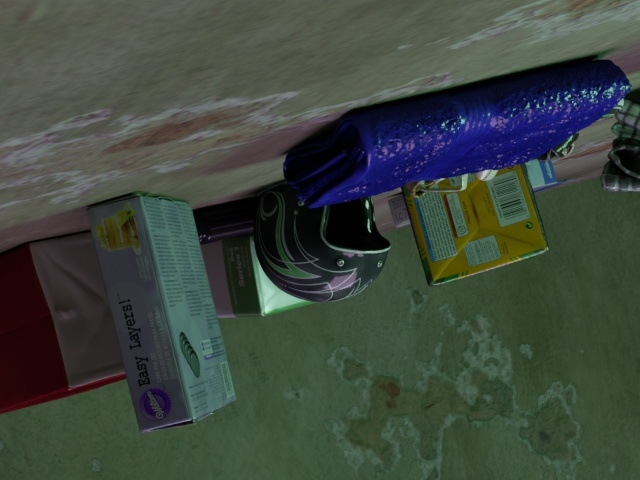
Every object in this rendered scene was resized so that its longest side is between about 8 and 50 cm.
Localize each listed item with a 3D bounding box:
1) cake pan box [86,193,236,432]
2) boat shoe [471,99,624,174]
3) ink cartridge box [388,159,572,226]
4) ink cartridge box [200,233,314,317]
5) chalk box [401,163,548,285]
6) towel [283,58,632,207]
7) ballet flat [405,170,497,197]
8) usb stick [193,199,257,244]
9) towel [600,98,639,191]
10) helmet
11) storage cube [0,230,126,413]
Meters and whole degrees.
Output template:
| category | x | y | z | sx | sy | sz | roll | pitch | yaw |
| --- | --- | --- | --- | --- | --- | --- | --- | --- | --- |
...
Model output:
| category | x | y | z | sx | sy | sz | roll | pitch | yaw |
| --- | --- | --- | --- | --- | --- | --- | --- | --- | --- |
| cake pan box | -0.168 | 0.076 | 1.607 | 0.070 | 0.245 | 0.267 | -12 | 179 | 7 |
| boat shoe | 0.267 | -0.129 | 1.739 | 0.219 | 0.070 | 0.078 | -15 | 177 | -14 |
| ink cartridge box | 0.294 | -0.093 | 2.646 | 0.311 | 0.065 | 0.186 | -10 | 174 | -43 |
| ink cartridge box | -0.105 | 0.039 | 2.110 | 0.201 | 0.117 | 0.278 | -13 | -175 | -41 |
| chalk box | 0.222 | -0.037 | 2.177 | 0.179 | 0.180 | 0.289 | -16 | 176 | 2 |
| towel | 0.136 | -0.103 | 1.476 | 0.308 | 0.076 | 0.228 | -15 | 178 | -21 |
| ballet flat | 0.189 | -0.102 | 1.859 | 0.206 | 0.067 | 0.073 | -19 | 175 | 42 |
| usb stick | -0.073 | -0.036 | 1.950 | 0.278 | 0.045 | 0.077 | -13 | -176 | -42 |
| towel | 0.514 | -0.097 | 2.008 | 0.235 | 0.121 | 0.284 | 24 | -169 | 13 |
| helmet | 0.000 | 0.000 | 1.842 | 0.169 | 0.161 | 0.169 | -16 | 177 | -1 |
| storage cube | -0.311 | 0.095 | 1.793 | 0.215 | 0.183 | 0.193 | -12 | 174 | -44 |
